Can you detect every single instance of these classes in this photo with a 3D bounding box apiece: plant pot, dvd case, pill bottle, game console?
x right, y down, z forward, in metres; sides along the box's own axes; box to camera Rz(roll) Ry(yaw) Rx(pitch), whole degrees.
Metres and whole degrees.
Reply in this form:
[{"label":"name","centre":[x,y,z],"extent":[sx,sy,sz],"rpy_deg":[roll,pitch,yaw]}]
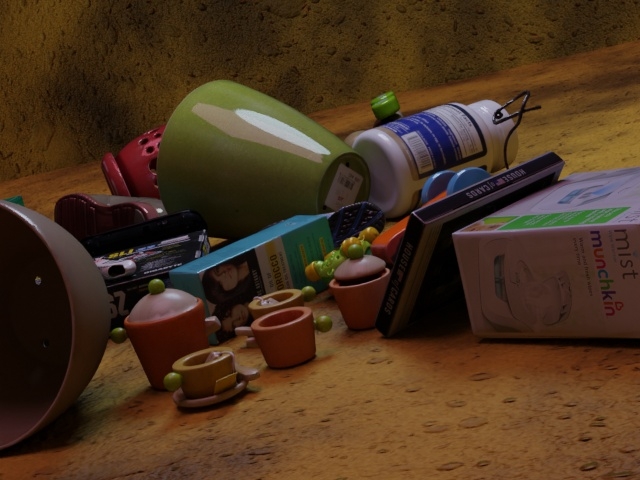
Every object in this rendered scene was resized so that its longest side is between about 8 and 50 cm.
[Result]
[{"label":"plant pot","centre":[-0.072,-0.109,2.063],"extent":[0.294,0.274,0.275],"rpy_deg":[16,29,39]},{"label":"dvd case","centre":[0.174,0.003,1.441],"extent":[0.239,0.179,0.029],"rpy_deg":[-23,53,-35]},{"label":"plant pot","centre":[-0.354,0.087,1.440],"extent":[0.284,0.284,0.191],"rpy_deg":[-9,0,22]},{"label":"pill bottle","centre":[0.195,-0.144,2.089],"extent":[0.265,0.153,0.153],"rpy_deg":[-20,14,-30]},{"label":"plant pot","centre":[-0.342,-0.124,2.536],"extent":[0.174,0.191,0.191],"rpy_deg":[-23,13,-9]},{"label":"game console","centre":[-0.360,0.019,2.035],"extent":[0.361,0.043,0.213],"rpy_deg":[-15,-12,5]}]

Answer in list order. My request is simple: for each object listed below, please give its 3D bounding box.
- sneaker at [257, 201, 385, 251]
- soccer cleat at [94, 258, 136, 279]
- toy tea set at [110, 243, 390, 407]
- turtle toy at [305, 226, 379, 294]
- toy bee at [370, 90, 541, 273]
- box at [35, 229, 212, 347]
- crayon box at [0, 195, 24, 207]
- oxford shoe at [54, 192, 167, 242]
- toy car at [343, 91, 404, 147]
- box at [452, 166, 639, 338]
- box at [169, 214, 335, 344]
[{"label":"sneaker","centre":[0.000,0.000,1.884],"extent":[0.211,0.080,0.081],"rpy_deg":[-11,-9,9]},{"label":"soccer cleat","centre":[-0.298,0.041,1.745],"extent":[0.083,0.029,0.035],"rpy_deg":[-5,11,20]},{"label":"toy tea set","centre":[-0.075,0.076,1.460],"extent":[0.336,0.124,0.200],"rpy_deg":[-22,14,-33]},{"label":"turtle toy","centre":[0.048,0.032,1.660],"extent":[0.095,0.066,0.130],"rpy_deg":[-34,-4,36]},{"label":"toy bee","centre":[0.219,-0.032,1.629],"extent":[0.298,0.162,0.195],"rpy_deg":[-40,13,5]},{"label":"box","centre":[-0.320,0.079,1.846],"extent":[0.322,0.079,0.257],"rpy_deg":[-14,10,-1]},{"label":"crayon box","centre":[-0.645,0.031,2.216],"extent":[0.279,0.165,0.081],"rpy_deg":[-11,12,16]},{"label":"oxford shoe","centre":[-0.378,-0.028,2.349],"extent":[0.130,0.122,0.348],"rpy_deg":[-9,13,-43]},{"label":"toy car","centre":[0.089,-0.174,2.393],"extent":[0.188,0.155,0.149],"rpy_deg":[-25,11,6]},{"label":"box","centre":[0.316,0.009,1.332],"extent":[0.231,0.126,0.262],"rpy_deg":[-4,14,45]},{"label":"box","centre":[-0.082,0.048,1.656],"extent":[0.060,0.100,0.244],"rpy_deg":[-1,18,45]}]
